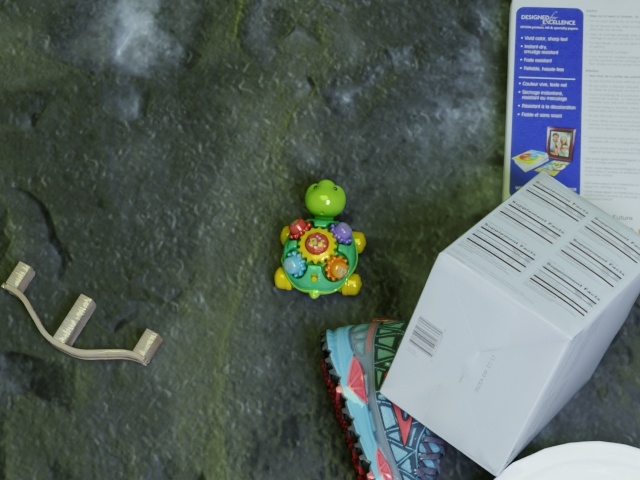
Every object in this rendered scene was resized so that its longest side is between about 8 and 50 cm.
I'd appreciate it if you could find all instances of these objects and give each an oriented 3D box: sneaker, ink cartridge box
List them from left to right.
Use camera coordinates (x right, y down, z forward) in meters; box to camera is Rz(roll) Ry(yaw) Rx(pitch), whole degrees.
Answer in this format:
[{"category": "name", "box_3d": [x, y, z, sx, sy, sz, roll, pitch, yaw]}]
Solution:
[{"category": "sneaker", "box_3d": [0.088, 0.191, 1.561, 0.125, 0.104, 0.261, -17, 67, -4]}, {"category": "ink cartridge box", "box_3d": [0.290, -0.138, 1.699, 0.176, 0.069, 0.370, 2, 70, 7]}]

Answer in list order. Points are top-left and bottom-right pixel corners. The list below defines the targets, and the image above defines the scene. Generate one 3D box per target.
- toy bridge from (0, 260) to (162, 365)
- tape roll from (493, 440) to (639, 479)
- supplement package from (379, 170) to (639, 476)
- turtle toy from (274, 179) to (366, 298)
[{"category": "toy bridge", "box_3d": [-0.266, 0.089, 1.674, 0.188, 0.026, 0.063, 26, 73, 15]}, {"category": "tape roll", "box_3d": [0.262, 0.341, 1.486, 0.286, 0.100, 0.286, -2, 67, 4]}, {"category": "supplement package", "box_3d": [0.193, 0.077, 1.508, 0.149, 0.194, 0.203, 35, 40, 17]}, {"category": "turtle toy", "box_3d": [0.000, 0.000, 1.665, 0.095, 0.066, 0.130, 4, 68, 7]}]
